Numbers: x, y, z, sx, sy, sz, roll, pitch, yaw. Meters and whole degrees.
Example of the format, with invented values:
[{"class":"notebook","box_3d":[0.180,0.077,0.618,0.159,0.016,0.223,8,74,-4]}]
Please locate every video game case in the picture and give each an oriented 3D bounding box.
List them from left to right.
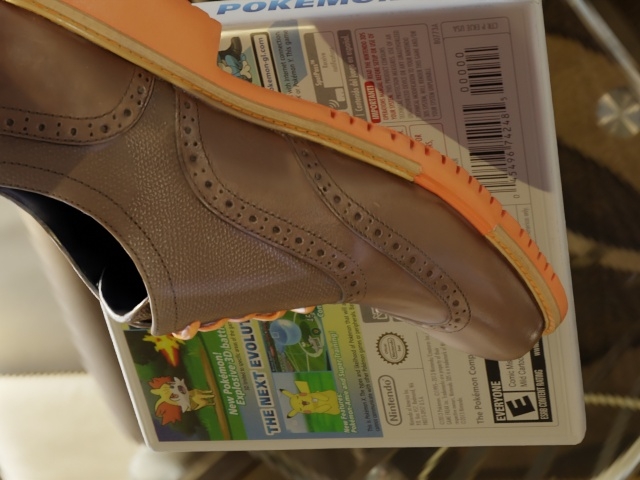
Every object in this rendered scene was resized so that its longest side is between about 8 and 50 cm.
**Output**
[{"class":"video game case","box_3d":[0.000,0.000,1.009,0.300,0.036,0.329,-3,127,13]}]

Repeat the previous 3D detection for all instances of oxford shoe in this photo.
[{"class":"oxford shoe","box_3d":[-0.039,-0.007,0.760,0.364,0.133,0.130,28,167,-27]}]
